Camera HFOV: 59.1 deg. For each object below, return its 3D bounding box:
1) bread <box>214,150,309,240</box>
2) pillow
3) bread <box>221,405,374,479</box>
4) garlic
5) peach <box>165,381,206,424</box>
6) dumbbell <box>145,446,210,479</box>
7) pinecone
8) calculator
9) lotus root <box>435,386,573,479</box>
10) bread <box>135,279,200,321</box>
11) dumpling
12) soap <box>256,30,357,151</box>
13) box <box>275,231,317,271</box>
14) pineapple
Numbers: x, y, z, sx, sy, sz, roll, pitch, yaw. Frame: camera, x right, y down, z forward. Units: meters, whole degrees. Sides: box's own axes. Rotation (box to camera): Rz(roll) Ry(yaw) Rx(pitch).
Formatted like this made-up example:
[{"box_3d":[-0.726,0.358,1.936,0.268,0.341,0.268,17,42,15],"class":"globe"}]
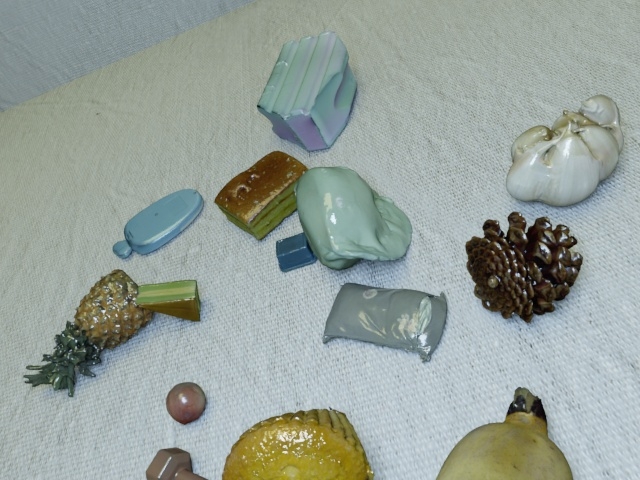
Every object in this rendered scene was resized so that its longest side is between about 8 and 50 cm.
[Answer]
[{"box_3d":[-0.147,-0.130,1.520,0.234,0.111,0.184,-41,44,-16],"class":"bread"},{"box_3d":[0.126,0.152,1.141,0.254,0.059,0.169,3,53,29],"class":"pillow"},{"box_3d":[-0.038,0.365,0.899,0.239,0.240,0.139,-21,24,8],"class":"bread"},{"box_3d":[0.515,-0.176,1.163,0.281,0.203,0.185,-23,61,-1],"class":"garlic"},{"box_3d":[-0.275,0.332,1.153,0.083,0.083,0.083,-14,44,14],"class":"peach"},{"box_3d":[-0.212,0.443,1.010,0.230,0.092,0.082,8,80,33],"class":"dumbbell"},{"box_3d":[0.376,0.043,1.034,0.207,0.208,0.208,-14,44,14],"class":"pinecone"},{"box_3d":[-0.480,-0.051,1.665,0.302,0.042,0.188,-36,43,-14],"class":"calculator"},{"box_3d":[0.265,0.348,0.803,0.182,0.183,0.310,12,49,35],"class":"lotus root"},{"box_3d":[-0.359,0.149,1.341,0.139,0.084,0.074,-6,42,-8],"class":"bread"},{"box_3d":[0.047,-0.051,1.293,0.211,0.270,0.321,-30,62,31],"class":"dumpling"},{"box_3d":[-0.029,-0.468,1.758,0.261,0.156,0.446,-6,46,22],"class":"soap"},{"box_3d":[-0.062,0.025,1.365,0.099,0.054,0.074,-18,41,11],"class":"box"},{"box_3d":[-0.560,0.231,1.347,0.340,0.169,0.169,-45,45,-15],"class":"pineapple"}]
